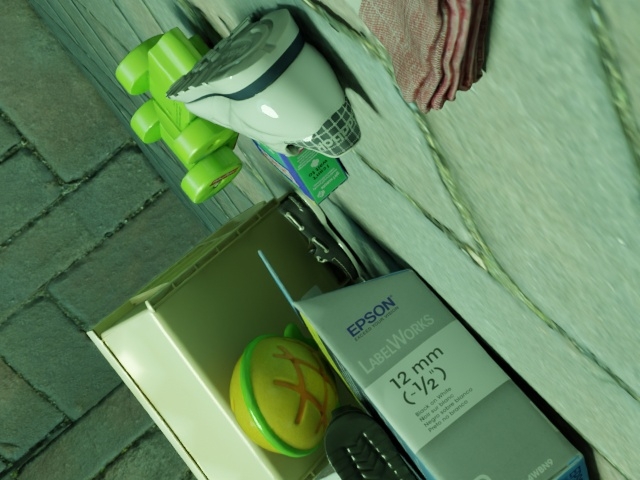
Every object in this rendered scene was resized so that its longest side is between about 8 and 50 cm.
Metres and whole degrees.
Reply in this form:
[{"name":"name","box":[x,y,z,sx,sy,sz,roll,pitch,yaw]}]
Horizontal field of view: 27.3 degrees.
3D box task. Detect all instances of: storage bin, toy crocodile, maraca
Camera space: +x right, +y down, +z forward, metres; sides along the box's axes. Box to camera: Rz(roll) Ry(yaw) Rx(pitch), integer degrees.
[{"name":"storage bin","box":[-0.065,0.119,1.454,0.262,0.260,0.123,54,140,-6]},{"name":"toy crocodile","box":[-0.123,-0.130,1.314,0.115,0.105,0.340,50,169,9]},{"name":"maraca","box":[-0.029,0.149,1.330,0.127,0.099,0.186,64,-156,-4]}]

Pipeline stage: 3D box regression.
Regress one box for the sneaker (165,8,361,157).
[{"name":"sneaker","box":[-0.042,-0.103,0.940,0.095,0.090,0.235,42,178,-17]}]

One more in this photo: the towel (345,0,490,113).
[{"name":"towel","box":[-0.048,-0.212,0.541,0.329,0.037,0.237,49,173,15]}]

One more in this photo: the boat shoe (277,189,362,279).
[{"name":"boat shoe","box":[0.000,0.000,1.417,0.125,0.038,0.046,54,173,-27]}]

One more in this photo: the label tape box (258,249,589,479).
[{"name":"label tape box","box":[0.105,0.148,1.231,0.347,0.115,0.249,51,175,32]}]

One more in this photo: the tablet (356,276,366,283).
[{"name":"tablet","box":[0.068,0.073,1.517,0.083,0.006,0.054,50,173,2]}]

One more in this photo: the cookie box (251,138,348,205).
[{"name":"cookie box","box":[-0.033,-0.093,1.098,0.092,0.040,0.107,43,171,44]}]

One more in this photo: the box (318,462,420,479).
[{"name":"box","box":[0.064,0.273,1.394,0.137,0.126,0.072,-37,63,49]}]

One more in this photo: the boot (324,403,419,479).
[{"name":"boot","box":[0.069,0.237,1.201,0.137,0.077,0.198,-166,52,-89]}]
